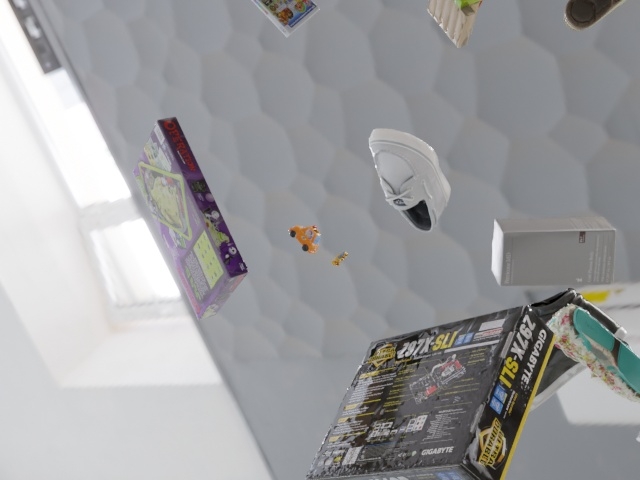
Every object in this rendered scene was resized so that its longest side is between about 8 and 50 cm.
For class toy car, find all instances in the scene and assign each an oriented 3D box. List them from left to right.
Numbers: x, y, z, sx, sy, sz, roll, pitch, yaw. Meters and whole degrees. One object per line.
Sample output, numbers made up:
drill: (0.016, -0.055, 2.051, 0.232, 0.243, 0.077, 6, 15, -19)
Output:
toy car: (0.000, 0.000, 1.746, 0.040, 0.060, 0.122, -45, 148, 15)

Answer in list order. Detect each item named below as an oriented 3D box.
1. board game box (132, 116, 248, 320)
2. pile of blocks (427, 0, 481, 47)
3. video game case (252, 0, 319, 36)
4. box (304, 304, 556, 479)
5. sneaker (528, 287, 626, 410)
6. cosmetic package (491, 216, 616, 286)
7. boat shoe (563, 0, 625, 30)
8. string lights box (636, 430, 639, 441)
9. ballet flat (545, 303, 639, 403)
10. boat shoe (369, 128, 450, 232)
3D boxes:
board game box: (-0.258, -0.041, 2.027, 0.056, 0.346, 0.208, -15, 161, -35)
pile of blocks: (0.255, -0.514, 1.777, 0.113, 0.362, 0.149, -24, -141, -17)
video game case: (-0.066, -0.352, 1.482, 0.011, 0.122, 0.087, -39, -172, 47)
box: (0.145, 0.234, 1.435, 0.322, 0.079, 0.257, -21, -150, 49)
sneaker: (0.380, 0.200, 1.859, 0.296, 0.147, 0.104, -41, 175, 13)
cosmetic package: (0.481, 0.022, 2.178, 0.238, 0.127, 0.107, -4, -160, -3)
boat shoe: (0.424, -0.367, 1.485, 0.190, 0.068, 0.072, -34, 175, 8)
string lights box: (0.369, 0.069, 0.885, 0.259, 0.077, 0.133, -60, 170, -8)
ballet flat: (0.457, 0.190, 1.712, 0.077, 0.241, 0.091, -29, -155, 45)
boat shoe: (0.097, -0.063, 1.176, 0.066, 0.184, 0.063, 8, -109, 21)
